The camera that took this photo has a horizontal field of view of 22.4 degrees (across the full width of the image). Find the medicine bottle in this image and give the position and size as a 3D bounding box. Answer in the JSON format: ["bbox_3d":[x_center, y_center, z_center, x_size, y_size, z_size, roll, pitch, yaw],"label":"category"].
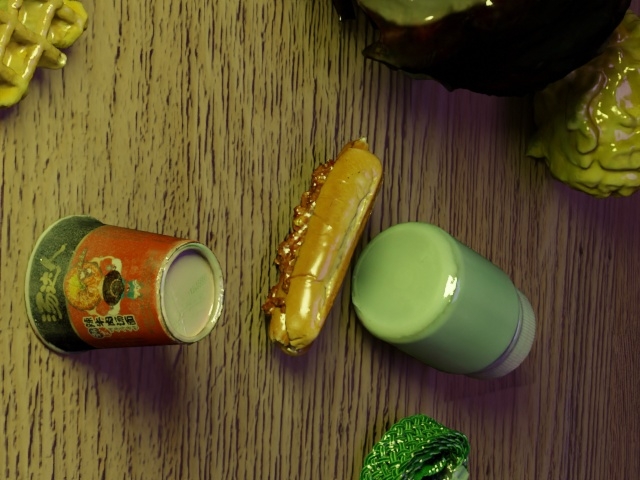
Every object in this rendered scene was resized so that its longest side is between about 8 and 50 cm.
[{"bbox_3d":[0.143,0.074,1.823,0.225,0.139,0.139,30,68,-53],"label":"medicine bottle"}]

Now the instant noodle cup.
[{"bbox_3d":[-0.160,0.041,1.371,0.127,0.135,0.127,-6,97,-55],"label":"instant noodle cup"}]

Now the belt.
[{"bbox_3d":[0.101,0.262,1.843,0.151,0.079,0.121,-31,129,-38],"label":"belt"}]

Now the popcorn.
[{"bbox_3d":[0.361,-0.177,2.078,0.225,0.249,0.249,-4,98,-26],"label":"popcorn"}]

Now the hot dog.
[{"bbox_3d":[0.000,0.000,1.664,0.102,0.076,0.249,110,2,-67],"label":"hot dog"}]

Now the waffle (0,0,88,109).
[{"bbox_3d":[-0.274,-0.221,1.250,0.253,0.056,0.249,-19,108,-53],"label":"waffle"}]

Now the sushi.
[{"bbox_3d":[0.167,-0.307,1.698,0.294,0.281,0.300,13,75,-62],"label":"sushi"}]
